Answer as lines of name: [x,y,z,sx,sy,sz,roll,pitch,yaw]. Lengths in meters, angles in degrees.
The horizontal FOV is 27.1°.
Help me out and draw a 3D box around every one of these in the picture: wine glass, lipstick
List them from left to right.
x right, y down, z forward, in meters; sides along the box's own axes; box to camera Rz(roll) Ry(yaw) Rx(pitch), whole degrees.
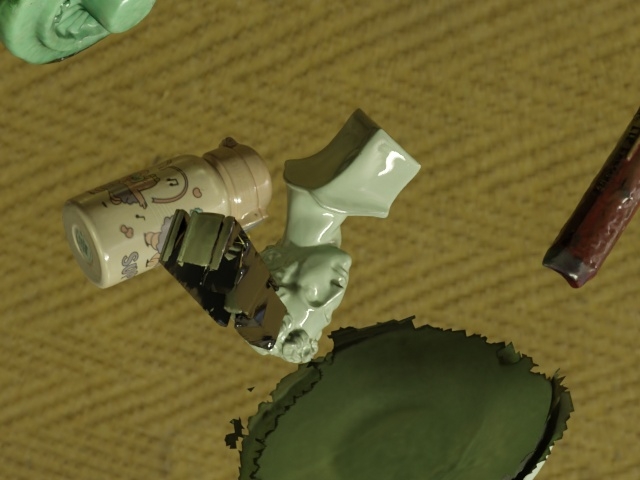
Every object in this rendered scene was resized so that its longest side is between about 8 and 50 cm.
wine glass: [0.089,0.222,0.717,0.190,0.190,0.357,-13,121,12]
lipstick: [0.142,-0.055,0.528,0.027,0.027,0.176,38,76,-15]

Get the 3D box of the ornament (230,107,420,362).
ornament: [-0.007,-0.009,1.431,0.120,0.130,0.285,26,88,-25]

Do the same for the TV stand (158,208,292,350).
TV stand: [-0.057,0.032,0.889,0.042,0.249,0.036,13,76,11]

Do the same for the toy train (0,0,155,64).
toy train: [-0.113,-0.202,0.417,0.179,0.272,0.442,49,128,8]

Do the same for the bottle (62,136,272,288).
bottle: [-0.145,-0.027,1.343,0.209,0.097,0.110,-23,88,-25]
